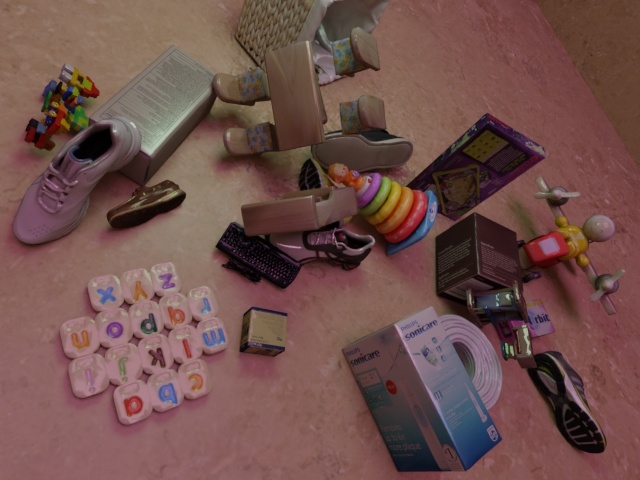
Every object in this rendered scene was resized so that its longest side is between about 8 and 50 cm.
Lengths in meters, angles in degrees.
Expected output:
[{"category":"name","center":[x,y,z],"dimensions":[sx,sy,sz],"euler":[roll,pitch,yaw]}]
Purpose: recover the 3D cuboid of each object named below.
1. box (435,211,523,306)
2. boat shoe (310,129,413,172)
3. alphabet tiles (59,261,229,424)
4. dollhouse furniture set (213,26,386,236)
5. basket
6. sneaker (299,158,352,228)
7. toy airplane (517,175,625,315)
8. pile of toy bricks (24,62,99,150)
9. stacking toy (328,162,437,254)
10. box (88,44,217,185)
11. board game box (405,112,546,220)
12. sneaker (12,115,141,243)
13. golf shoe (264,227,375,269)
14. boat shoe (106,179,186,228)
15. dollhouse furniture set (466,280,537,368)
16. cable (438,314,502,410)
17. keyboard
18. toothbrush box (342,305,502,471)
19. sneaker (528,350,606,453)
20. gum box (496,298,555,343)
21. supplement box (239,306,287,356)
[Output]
[{"category":"box","center":[0.447,0.064,1.235],"dimensions":[0.167,0.168,0.203],"euler":[22,57,-19]},{"category":"boat shoe","center":[0.109,-0.279,1.268],"dimensions":[0.339,0.127,0.113],"euler":[-10,41,-25]},{"category":"alphabet tiles","center":[-0.325,0.184,0.825],"dimensions":[0.284,0.021,0.278],"euler":[-13,71,-34]},{"category":"dollhouse furniture set","center":[-0.060,-0.229,0.958],"dimensions":[0.256,0.362,0.395],"euler":[-24,107,-62]},{"category":"basket","center":[-0.025,-0.656,1.261],"dimensions":[0.266,0.331,0.328],"euler":[48,52,8]},{"category":"sneaker","center":[0.017,-0.125,1.157],"dimensions":[0.094,0.081,0.209],"euler":[-18,80,-44]},{"category":"toy airplane","center":[0.847,0.004,1.431],"dimensions":[0.386,0.272,0.384],"euler":[34,52,-9]},{"category":"pile of toy bricks","center":[-0.527,-0.261,0.911],"dimensions":[0.105,0.118,0.212],"euler":[36,29,-44]},{"category":"stacking toy","center":[0.147,-0.116,1.147],"dimensions":[0.301,0.165,0.175],"euler":[33,53,-18]},{"category":"box","center":[-0.370,-0.291,0.988],"dimensions":[0.148,0.121,0.311],"euler":[34,53,-10]},{"category":"board game box","center":[0.432,-0.195,1.253],"dimensions":[0.208,0.347,0.056],"euler":[27,52,-15]},{"category":"sneaker","center":[-0.458,-0.117,0.785],"dimensions":[0.111,0.129,0.297],"euler":[38,89,-12]},{"category":"golf shoe","center":[0.000,0.000,1.048],"dimensions":[0.272,0.120,0.105],"euler":[6,64,-26]},{"category":"boat shoe","center":[-0.373,-0.080,0.915],"dimensions":[0.060,0.064,0.178],"euler":[48,45,7]},{"category":"dollhouse furniture set","center":[0.460,0.218,1.106],"dimensions":[0.129,0.129,0.184],"euler":[47,40,-42]},{"category":"cable","center":[0.335,0.316,1.087],"dimensions":[0.257,0.089,0.257],"euler":[-19,76,-36]},{"category":"keyboard","center":[-0.141,0.046,0.967],"dimensions":[0.192,0.038,0.100],"euler":[32,84,-10]},{"category":"toothbrush box","center":[0.204,0.322,0.930],"dimensions":[0.126,0.216,0.296],"euler":[-15,74,-35]},{"category":"sneaker","center":[0.718,0.448,1.229],"dimensions":[0.121,0.111,0.300],"euler":[-13,74,-38]},{"category":"gum box","center":[0.603,0.243,1.296],"dimensions":[0.188,0.062,0.107],"euler":[-2,66,-31]},{"category":"supplement box","center":[-0.120,0.194,0.913],"dimensions":[0.083,0.056,0.083],"euler":[15,58,-23]}]
